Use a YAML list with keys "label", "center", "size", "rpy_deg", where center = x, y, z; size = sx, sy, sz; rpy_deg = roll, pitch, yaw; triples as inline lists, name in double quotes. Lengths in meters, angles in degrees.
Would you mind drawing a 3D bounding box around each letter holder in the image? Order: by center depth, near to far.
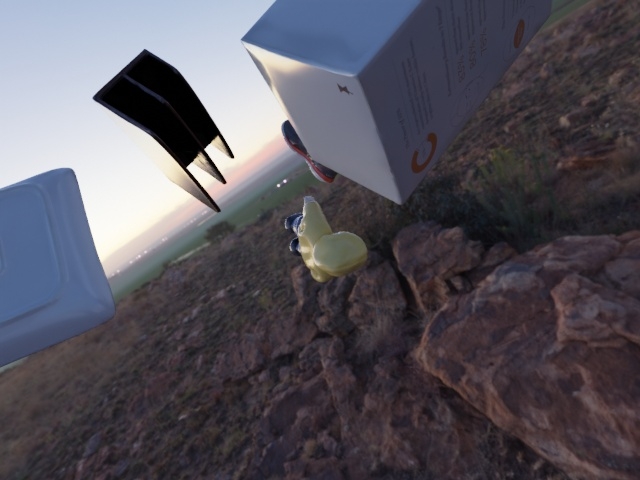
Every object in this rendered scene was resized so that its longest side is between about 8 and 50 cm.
- label: "letter holder"
  center: [-0.297, -0.222, 0.927]
  size: [0.152, 0.214, 0.302]
  rpy_deg: [-50, -25, -12]

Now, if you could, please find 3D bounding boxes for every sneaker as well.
- label: "sneaker"
  center: [-0.012, -0.190, 0.828]
  size: [0.061, 0.158, 0.065]
  rpy_deg: [-35, -8, -49]

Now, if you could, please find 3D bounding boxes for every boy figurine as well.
- label: "boy figurine"
  center: [0.000, 0.000, 0.826]
  size: [0.092, 0.177, 0.285]
  rpy_deg: [-15, 12, -16]

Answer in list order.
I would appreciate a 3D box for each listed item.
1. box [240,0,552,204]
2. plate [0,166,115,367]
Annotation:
- label: "box"
  center: [0.114, -0.256, 0.498]
  size: [0.168, 0.215, 0.345]
  rpy_deg: [33, 79, 33]
- label: "plate"
  center: [-0.451, 0.037, 0.559]
  size: [0.278, 0.277, 0.045]
  rpy_deg: [-24, -23, -13]
